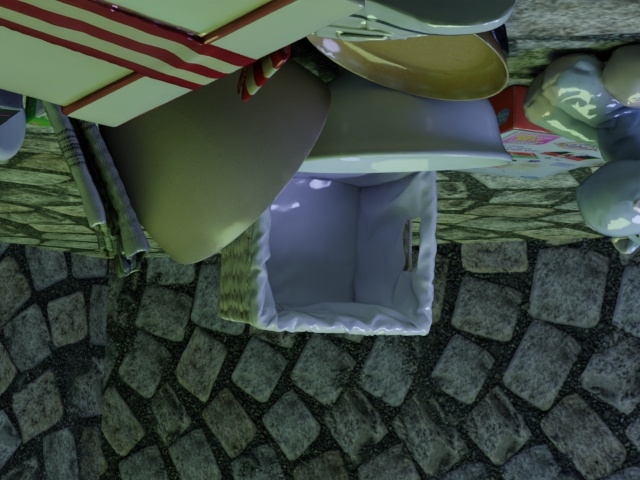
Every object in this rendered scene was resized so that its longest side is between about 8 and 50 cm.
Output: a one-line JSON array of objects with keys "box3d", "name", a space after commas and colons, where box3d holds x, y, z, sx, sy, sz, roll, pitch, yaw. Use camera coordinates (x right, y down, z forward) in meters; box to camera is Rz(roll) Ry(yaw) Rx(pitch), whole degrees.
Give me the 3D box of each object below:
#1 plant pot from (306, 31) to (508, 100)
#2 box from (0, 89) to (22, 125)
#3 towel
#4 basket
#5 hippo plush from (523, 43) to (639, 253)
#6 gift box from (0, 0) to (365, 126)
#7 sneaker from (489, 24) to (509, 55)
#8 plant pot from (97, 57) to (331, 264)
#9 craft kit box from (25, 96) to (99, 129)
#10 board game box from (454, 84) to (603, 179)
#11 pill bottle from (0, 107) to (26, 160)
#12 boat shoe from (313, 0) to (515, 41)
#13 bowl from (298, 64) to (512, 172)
[{"box3d": [0.093, -0.218, 1.328, 0.236, 0.032, 0.236, 18, 166, 5], "name": "plant pot"}, {"box3d": [-0.437, -0.207, 1.240, 0.247, 0.163, 0.142, 6, 168, -34], "name": "box"}, {"box3d": [-0.293, -0.104, 1.472, 0.056, 0.324, 0.312, -24, 178, -13], "name": "towel"}, {"box3d": [0.000, 0.000, 2.148, 0.331, 0.328, 0.266, 4, 174, -23], "name": "basket"}, {"box3d": [0.392, -0.103, 1.594, 0.294, 0.237, 0.234, 8, 170, -43], "name": "hippo plush"}, {"box3d": [-0.141, -0.224, 0.726, 0.276, 0.255, 0.258, -13, 163, 41], "name": "gift box"}, {"box3d": [0.163, -0.228, 1.392, 0.089, 0.051, 0.170, -5, 175, 16], "name": "sneaker"}, {"box3d": [-0.153, -0.142, 1.469, 0.191, 0.284, 0.284, 41, 155, -23], "name": "plant pot"}, {"box3d": [-0.264, -0.194, 1.746, 0.249, 0.061, 0.246, 6, 169, -30], "name": "craft kit box"}, {"box3d": [0.314, -0.157, 1.867, 0.242, 0.064, 0.316, 5, 172, -23], "name": "board game box"}, {"box3d": [-0.538, -0.167, 1.751, 0.215, 0.117, 0.117, -1, 172, 19], "name": "pill bottle"}, {"box3d": [0.050, -0.230, 1.171, 0.267, 0.096, 0.088, 2, 163, 6], "name": "boat shoe"}, {"box3d": [0.094, -0.159, 1.560, 0.297, 0.134, 0.298, -2, 179, 0], "name": "bowl"}]
